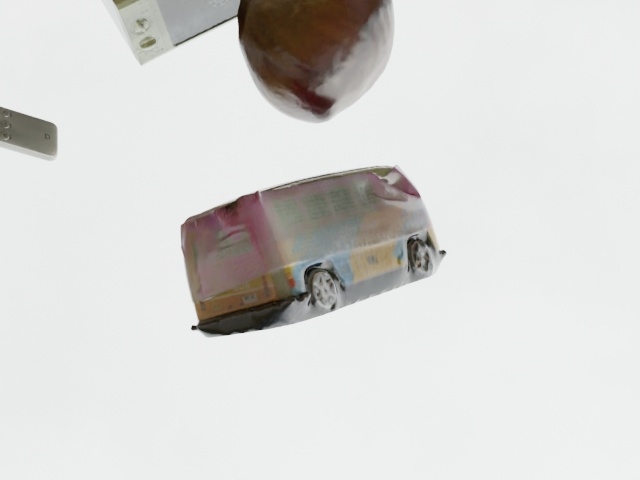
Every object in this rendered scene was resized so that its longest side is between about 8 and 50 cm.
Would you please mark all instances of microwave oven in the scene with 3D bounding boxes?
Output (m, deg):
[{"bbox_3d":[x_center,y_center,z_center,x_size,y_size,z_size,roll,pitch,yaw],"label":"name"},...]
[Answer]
[{"bbox_3d":[-0.197,-0.394,2.229,0.240,0.145,0.194,-27,-123,-7],"label":"microwave oven"}]

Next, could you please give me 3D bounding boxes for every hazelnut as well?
[{"bbox_3d":[-0.013,-0.275,2.104,0.217,0.217,0.252,-11,-141,27],"label":"hazelnut"}]

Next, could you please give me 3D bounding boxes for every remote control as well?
[{"bbox_3d":[-0.503,-0.179,2.334,0.029,0.261,0.067,-34,-130,43],"label":"remote control"}]

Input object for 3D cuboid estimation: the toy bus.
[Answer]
[{"bbox_3d":[0.000,0.000,1.980,0.171,0.162,0.386,-12,-178,37],"label":"toy bus"}]
